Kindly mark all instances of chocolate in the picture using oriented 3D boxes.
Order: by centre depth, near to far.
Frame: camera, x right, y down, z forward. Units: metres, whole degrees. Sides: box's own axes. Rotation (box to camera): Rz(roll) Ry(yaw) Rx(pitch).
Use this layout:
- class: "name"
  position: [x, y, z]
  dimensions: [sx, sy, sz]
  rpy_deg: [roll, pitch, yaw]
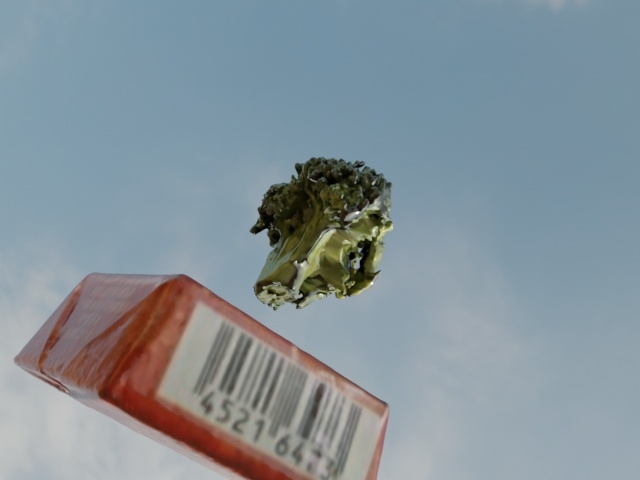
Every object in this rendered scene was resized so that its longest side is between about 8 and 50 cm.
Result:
- class: "chocolate"
  position: [-0.093, 0.118, 0.706]
  dimensions: [0.234, 0.237, 0.108]
  rpy_deg: [-5, -124, 59]

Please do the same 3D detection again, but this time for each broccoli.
- class: "broccoli"
  position: [0.000, 0.000, 0.482]
  dimensions: [0.097, 0.092, 0.095]
  rpy_deg: [-1, -44, 35]
